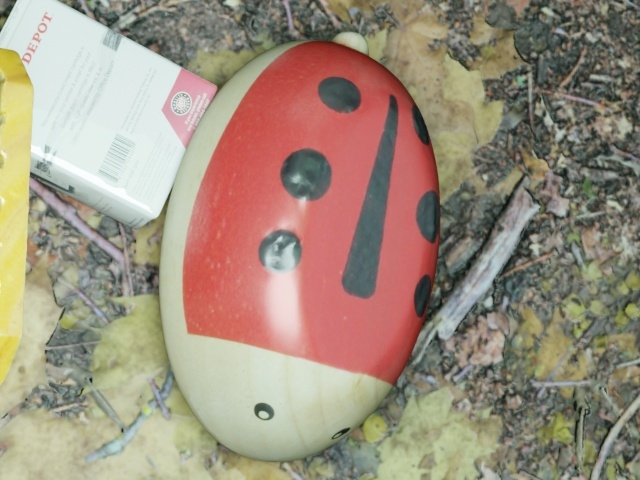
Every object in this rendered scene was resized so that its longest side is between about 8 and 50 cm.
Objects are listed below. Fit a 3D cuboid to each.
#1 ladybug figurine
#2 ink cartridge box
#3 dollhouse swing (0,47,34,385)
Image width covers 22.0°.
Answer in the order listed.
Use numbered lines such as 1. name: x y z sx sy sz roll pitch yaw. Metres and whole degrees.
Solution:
1. ladybug figurine: 0.000 0.000 1.651 0.305 0.162 0.449 14 79 -33
2. ink cartridge box: -0.239 -0.130 1.659 0.218 0.092 0.159 28 73 -14
3. dollhouse swing: -0.438 -0.014 1.459 0.315 0.305 0.347 5 80 -18
